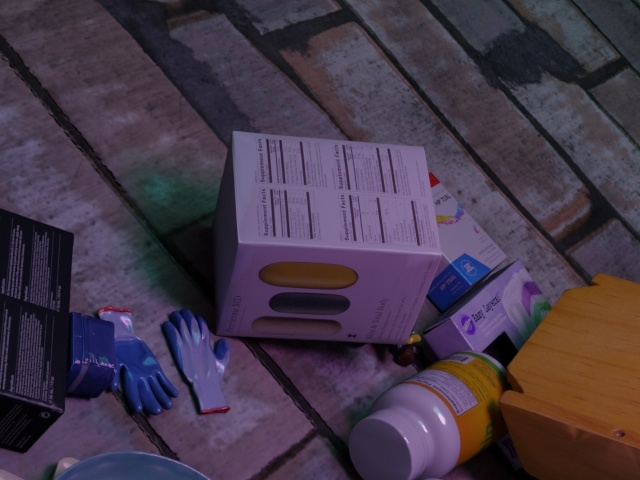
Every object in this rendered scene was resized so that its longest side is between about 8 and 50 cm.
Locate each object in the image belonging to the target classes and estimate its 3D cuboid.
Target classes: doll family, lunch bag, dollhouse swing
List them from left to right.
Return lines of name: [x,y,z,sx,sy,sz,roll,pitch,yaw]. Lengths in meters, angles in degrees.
lunch bag: [-0.284,0.131,1.691,0.065,0.067,0.098,17,43,-31]
doll family: [0.077,0.117,2.033,0.193,0.076,0.111,17,49,-23]
dollhouse swing: [0.442,0.286,2.021,0.315,0.305,0.347,17,38,26]

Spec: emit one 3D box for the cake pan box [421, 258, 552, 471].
cake pan box: [0.289,0.182,2.131,0.245,0.070,0.267,55,37,3]

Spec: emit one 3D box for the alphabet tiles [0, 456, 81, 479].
alphabet tiles: [-0.255,0.369,1.529,0.278,0.021,0.284,30,39,-17]

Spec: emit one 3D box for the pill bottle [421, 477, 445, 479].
pill bottle: [0.084,0.393,1.704,0.152,0.152,0.272,50,38,8]

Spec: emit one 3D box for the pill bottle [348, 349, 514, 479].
pill bottle: [0.149,0.244,1.917,0.246,0.136,0.136,-21,70,-50]

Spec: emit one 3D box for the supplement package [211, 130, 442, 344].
supplement package: [0.000,0.000,1.902,0.263,0.199,0.198,4,49,-12]

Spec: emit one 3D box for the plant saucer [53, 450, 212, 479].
plant saucer: [-0.180,0.375,1.538,0.318,0.044,0.317,25,42,-24]

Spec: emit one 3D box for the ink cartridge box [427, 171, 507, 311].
ink cartridge box: [0.165,-0.017,2.229,0.231,0.078,0.134,48,37,7]

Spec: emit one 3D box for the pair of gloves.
pair of gloves: [-0.189,0.150,1.797,0.198,0.023,0.159,3,53,-39]

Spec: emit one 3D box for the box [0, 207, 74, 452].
box: [-0.386,0.086,1.615,0.184,0.103,0.261,23,42,-29]
